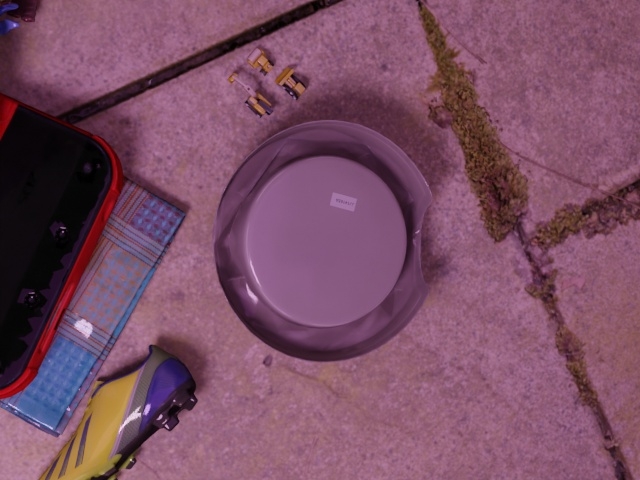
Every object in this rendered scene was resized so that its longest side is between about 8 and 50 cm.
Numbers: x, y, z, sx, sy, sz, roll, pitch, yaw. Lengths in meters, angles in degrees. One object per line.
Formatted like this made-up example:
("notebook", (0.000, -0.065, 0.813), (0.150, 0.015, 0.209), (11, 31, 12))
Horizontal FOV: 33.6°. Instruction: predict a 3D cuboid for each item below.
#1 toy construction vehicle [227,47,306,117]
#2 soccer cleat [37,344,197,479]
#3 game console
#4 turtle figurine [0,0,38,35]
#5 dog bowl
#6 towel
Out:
("toy construction vehicle", (-0.077, -0.231, 1.567), (0.098, 0.035, 0.086), (45, 79, -14))
("soccer cleat", (-0.305, 0.268, 1.500), (0.289, 0.093, 0.121), (-42, 73, -8))
("game console", (-0.480, -0.014, 1.407), (0.341, 0.060, 0.387), (23, 81, -2))
("turtle figurine", (-0.413, -0.433, 1.367), (0.266, 0.198, 0.275), (-42, 107, -12))
("dog bowl", (0.000, 0.000, 1.566), (0.348, 0.102, 0.349), (-1, 92, -19))
("towel", (-0.388, 0.054, 1.476), (0.271, 0.040, 0.370), (32, 82, -17))
